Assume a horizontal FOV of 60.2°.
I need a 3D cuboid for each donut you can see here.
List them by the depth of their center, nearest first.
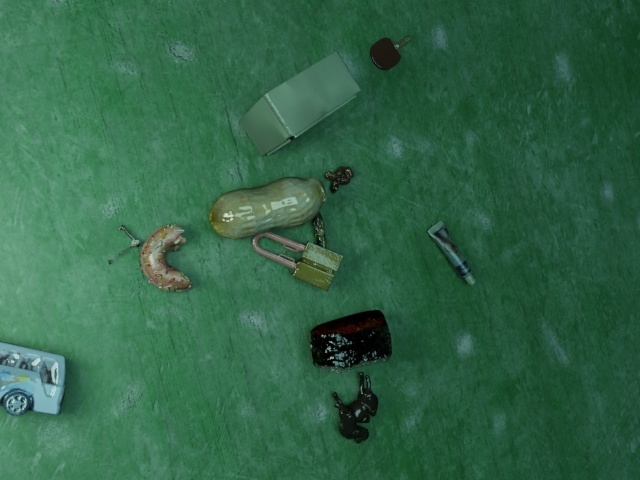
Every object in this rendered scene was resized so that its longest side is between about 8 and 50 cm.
[{"bbox_3d":[-0.364,0.047,1.287,0.116,0.065,0.166,-16,91,-25],"label":"donut"}]

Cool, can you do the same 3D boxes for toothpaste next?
[{"bbox_3d":[0.396,0.043,1.644,0.062,0.037,0.216,-36,95,-21],"label":"toothpaste"}]

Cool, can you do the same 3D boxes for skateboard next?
[{"bbox_3d":[-0.465,0.012,1.266,0.064,0.032,0.083,46,67,-3],"label":"skateboard"}]

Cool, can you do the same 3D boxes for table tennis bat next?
[{"bbox_3d":[0.210,-0.563,1.627,0.156,0.013,0.087,-40,99,-20],"label":"table tennis bat"}]

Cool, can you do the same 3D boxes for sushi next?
[{"bbox_3d":[0.083,0.266,1.431,0.225,0.136,0.127,-12,93,-32],"label":"sushi"}]

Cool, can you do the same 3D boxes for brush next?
[{"bbox_3d":[-0.067,0.039,1.423,0.233,0.047,0.103,23,94,-6],"label":"brush"}]

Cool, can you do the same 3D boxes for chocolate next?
[{"bbox_3d":[-0.125,-0.080,1.372,0.309,0.134,0.134,-18,93,-23],"label":"chocolate"}]

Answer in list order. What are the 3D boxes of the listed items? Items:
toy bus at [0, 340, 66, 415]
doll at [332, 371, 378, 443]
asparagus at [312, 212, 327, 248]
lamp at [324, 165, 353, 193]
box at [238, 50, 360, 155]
[{"bbox_3d":[-0.680,0.267,1.108,0.329,0.109,0.136,19,67,-22],"label":"toy bus"},{"bbox_3d":[0.099,0.455,1.465,0.139,0.057,0.165,-31,107,-25],"label":"doll"},{"bbox_3d":[0.000,0.000,1.470,0.030,0.036,0.165,-6,87,-44],"label":"asparagus"},{"bbox_3d":[0.056,-0.172,1.514,0.083,0.031,0.063,-27,97,-28],"label":"lamp"},{"bbox_3d":[-0.054,-0.330,1.371,0.225,0.225,0.118,-38,101,-21],"label":"box"}]
